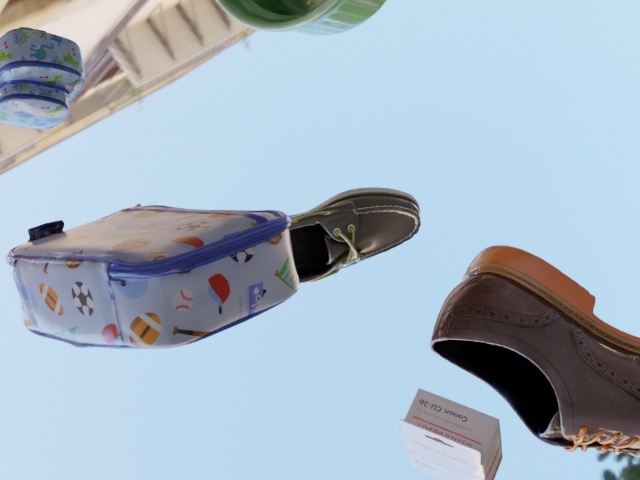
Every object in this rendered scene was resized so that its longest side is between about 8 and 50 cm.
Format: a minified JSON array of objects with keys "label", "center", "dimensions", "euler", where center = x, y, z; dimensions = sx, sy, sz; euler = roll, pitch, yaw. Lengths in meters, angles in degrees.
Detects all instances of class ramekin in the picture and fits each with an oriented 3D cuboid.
[{"label":"ramekin","center":[-0.016,-0.445,1.378],"dimensions":[0.148,0.303,0.303],"euler":[-1,-106,-56]}]

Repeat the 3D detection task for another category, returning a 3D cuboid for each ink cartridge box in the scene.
[{"label":"ink cartridge box","center":[0.172,0.260,1.228],"dimensions":[0.115,0.198,0.067],"euler":[18,-114,21]}]

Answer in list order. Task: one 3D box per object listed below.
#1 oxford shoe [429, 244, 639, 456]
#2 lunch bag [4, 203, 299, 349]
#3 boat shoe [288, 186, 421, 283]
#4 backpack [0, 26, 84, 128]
[{"label":"oxford shoe","center":[0.263,0.156,0.848],"dimensions":[0.364,0.130,0.133],"euler":[33,-125,15]},{"label":"lunch bag","center":[-0.184,0.027,1.036],"dimensions":[0.243,0.303,0.114],"euler":[-24,-69,-42]},{"label":"boat shoe","center":[0.001,0.004,1.295],"dimensions":[0.305,0.091,0.109],"euler":[-12,-61,-8]},{"label":"backpack","center":[-0.316,-0.175,1.040],"dimensions":[0.105,0.114,0.084],"euler":[6,-115,-39]}]
